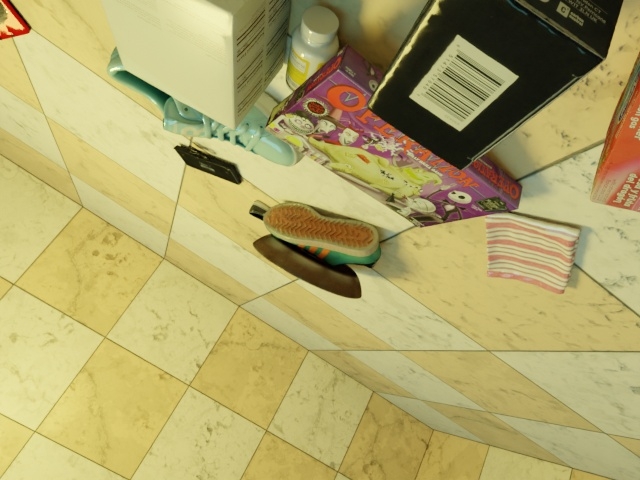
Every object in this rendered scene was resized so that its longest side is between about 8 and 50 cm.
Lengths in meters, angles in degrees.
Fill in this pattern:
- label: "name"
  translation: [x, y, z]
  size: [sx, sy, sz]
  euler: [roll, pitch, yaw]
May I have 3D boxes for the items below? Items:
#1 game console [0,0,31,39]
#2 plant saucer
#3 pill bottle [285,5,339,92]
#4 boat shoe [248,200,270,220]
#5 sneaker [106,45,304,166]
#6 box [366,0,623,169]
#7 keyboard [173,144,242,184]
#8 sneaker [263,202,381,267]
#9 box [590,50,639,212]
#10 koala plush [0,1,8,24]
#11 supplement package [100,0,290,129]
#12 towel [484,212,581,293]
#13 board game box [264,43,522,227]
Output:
- label: "game console"
  translation: [-0.726, -0.530, 0.941]
  size: [0.124, 0.085, 0.144]
  euler: [-8, 148, 8]
- label: "plant saucer"
  translation: [-0.023, 0.054, 1.106]
  size: [0.310, 0.050, 0.310]
  euler: [27, -173, -4]
- label: "pill bottle"
  translation: [-0.010, -0.254, 0.587]
  size: [0.065, 0.065, 0.116]
  euler: [30, 157, 0]
- label: "boat shoe"
  translation: [-0.129, -0.053, 1.162]
  size: [0.142, 0.040, 0.049]
  euler: [33, 157, -5]
- label: "sneaker"
  translation: [-0.203, -0.223, 0.769]
  size: [0.366, 0.150, 0.135]
  euler: [34, 157, -9]
- label: "box"
  translation: [0.147, -0.190, 0.350]
  size: [0.108, 0.207, 0.153]
  euler: [32, 158, -5]
- label: "keyboard"
  translation: [-0.286, -0.199, 1.081]
  size: [0.180, 0.023, 0.108]
  euler: [21, 162, 18]
- label: "sneaker"
  translation: [0.000, 0.000, 1.034]
  size: [0.302, 0.108, 0.121]
  euler: [18, 150, 24]
- label: "box"
  translation: [0.327, -0.139, 0.341]
  size: [0.122, 0.128, 0.257]
  euler: [19, 154, 25]
- label: "koala plush"
  translation: [-0.703, -0.489, 0.781]
  size: [0.221, 0.203, 0.196]
  euler: [6, 121, -8]
- label: "supplement package"
  translation: [-0.156, -0.298, 0.562]
  size: [0.194, 0.149, 0.203]
  euler: [30, 157, 2]
- label: "towel"
  translation: [0.364, 0.025, 0.756]
  size: [0.144, 0.029, 0.197]
  euler: [15, 152, 30]
- label: "board game box"
  translation: [0.109, -0.125, 0.649]
  size: [0.346, 0.056, 0.208]
  euler: [28, 156, -25]
